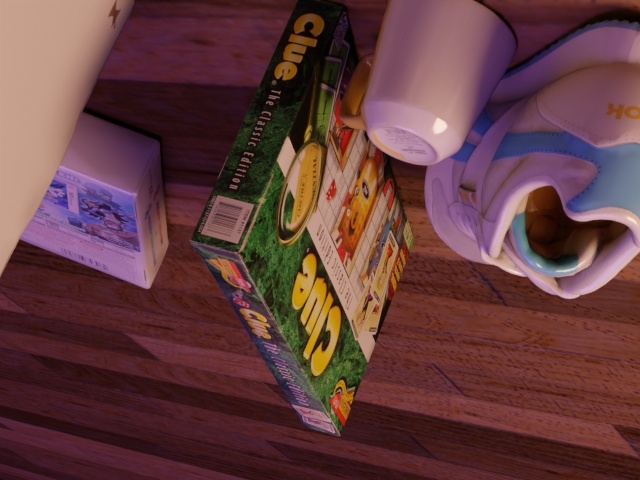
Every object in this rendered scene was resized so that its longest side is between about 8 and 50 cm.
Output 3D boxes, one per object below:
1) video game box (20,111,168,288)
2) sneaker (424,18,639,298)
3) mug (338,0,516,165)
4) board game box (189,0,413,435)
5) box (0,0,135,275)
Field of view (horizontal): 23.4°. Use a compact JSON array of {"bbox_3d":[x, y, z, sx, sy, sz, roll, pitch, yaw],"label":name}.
[{"bbox_3d":[-0.205,-0.049,1.039,0.205,0.048,0.187,21,162,4],"label":"video game box"},{"bbox_3d":[0.098,-0.021,0.715,0.087,0.092,0.229,24,162,-8],"label":"sneaker"},{"bbox_3d":[0.047,-0.067,0.694,0.062,0.064,0.078,24,161,-4],"label":"mug"},{"bbox_3d":[0.000,0.000,0.813,0.030,0.136,0.260,18,160,19],"label":"board game box"},{"bbox_3d":[-0.296,-0.114,0.721,0.345,0.215,0.168,18,159,13],"label":"box"}]
